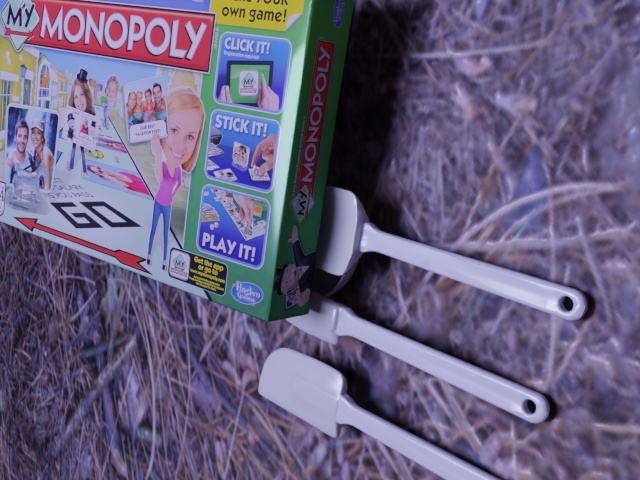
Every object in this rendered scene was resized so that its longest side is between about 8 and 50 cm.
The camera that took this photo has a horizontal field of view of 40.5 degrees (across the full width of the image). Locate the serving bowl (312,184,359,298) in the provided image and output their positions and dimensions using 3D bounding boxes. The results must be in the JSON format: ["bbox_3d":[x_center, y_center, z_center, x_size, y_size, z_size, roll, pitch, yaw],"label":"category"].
[{"bbox_3d":[0.000,0.000,0.615,0.083,0.027,0.083,2,93,45],"label":"serving bowl"}]

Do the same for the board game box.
[{"bbox_3d":[-0.129,-0.088,0.630,0.317,0.046,0.213,16,104,35],"label":"board game box"}]

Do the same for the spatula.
[{"bbox_3d":[0.045,0.061,0.538,0.242,0.019,0.168,19,105,44],"label":"spatula"}]
